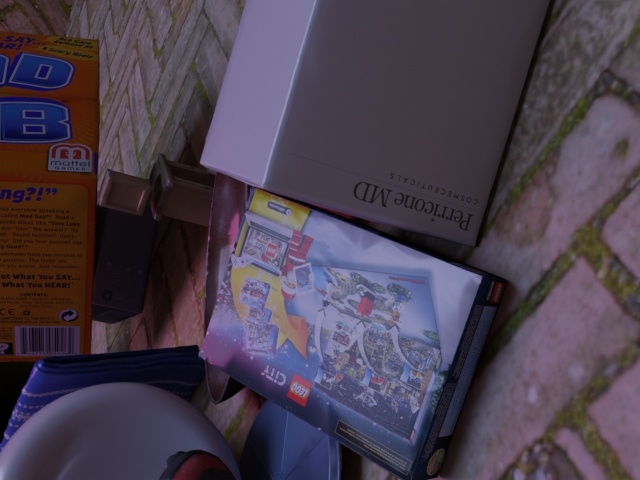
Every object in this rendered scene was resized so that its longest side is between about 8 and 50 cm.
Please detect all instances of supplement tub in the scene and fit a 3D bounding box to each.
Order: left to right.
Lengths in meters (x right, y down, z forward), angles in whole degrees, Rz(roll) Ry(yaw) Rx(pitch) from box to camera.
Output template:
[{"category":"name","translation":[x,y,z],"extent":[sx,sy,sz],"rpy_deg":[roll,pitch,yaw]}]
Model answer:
[{"category":"supplement tub","translation":[-0.222,0.295,0.876],"extent":[0.325,0.236,0.235],"rpy_deg":[127,148,-61]}]

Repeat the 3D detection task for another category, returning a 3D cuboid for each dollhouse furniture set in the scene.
[{"category":"dollhouse furniture set","translation":[-0.179,-0.114,1.095],"extent":[0.160,0.182,0.101],"rpy_deg":[-65,28,20]}]

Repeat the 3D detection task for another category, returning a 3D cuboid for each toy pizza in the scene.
[{"category":"toy pizza","translation":[-0.027,0.232,0.789],"extent":[0.201,0.032,0.201],"rpy_deg":[-40,41,49]}]

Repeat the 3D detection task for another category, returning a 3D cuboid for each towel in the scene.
[{"category":"towel","translation":[-0.295,0.271,1.076],"extent":[0.040,0.243,0.335],"rpy_deg":[47,121,37]}]

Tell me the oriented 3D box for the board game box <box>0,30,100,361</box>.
[{"category":"board game box","translation":[-0.512,-0.070,1.234],"extent":[0.356,0.357,0.356],"rpy_deg":[-105,23,-46]}]

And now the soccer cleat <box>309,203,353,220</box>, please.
[{"category":"soccer cleat","translation":[0.000,0.000,0.800],"extent":[0.095,0.083,0.248],"rpy_deg":[-53,37,23]}]

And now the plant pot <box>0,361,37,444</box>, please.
[{"category":"plant pot","translation":[-0.545,0.379,1.425],"extent":[0.353,0.367,0.366],"rpy_deg":[123,151,-56]}]

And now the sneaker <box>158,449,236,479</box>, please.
[{"category":"sneaker","translation":[-0.051,0.297,0.671],"extent":[0.135,0.098,0.275],"rpy_deg":[-24,81,45]}]

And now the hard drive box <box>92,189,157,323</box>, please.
[{"category":"hard drive box","translation":[-0.369,0.021,1.502],"extent":[0.181,0.089,0.232],"rpy_deg":[-19,60,59]}]

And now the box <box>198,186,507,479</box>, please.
[{"category":"box","translation":[0.015,0.065,0.671],"extent":[0.233,0.044,0.159],"rpy_deg":[23,99,37]}]

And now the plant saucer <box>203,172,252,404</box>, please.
[{"category":"plant saucer","translation":[-0.087,0.024,0.928],"extent":[0.310,0.050,0.310],"rpy_deg":[-175,90,-76]}]

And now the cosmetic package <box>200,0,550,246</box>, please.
[{"category":"cosmetic package","translation":[0.060,-0.199,0.661],"extent":[0.155,0.197,0.365],"rpy_deg":[21,97,63]}]
